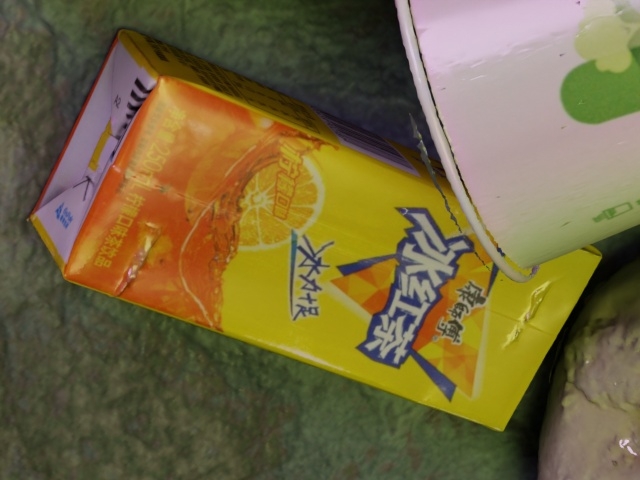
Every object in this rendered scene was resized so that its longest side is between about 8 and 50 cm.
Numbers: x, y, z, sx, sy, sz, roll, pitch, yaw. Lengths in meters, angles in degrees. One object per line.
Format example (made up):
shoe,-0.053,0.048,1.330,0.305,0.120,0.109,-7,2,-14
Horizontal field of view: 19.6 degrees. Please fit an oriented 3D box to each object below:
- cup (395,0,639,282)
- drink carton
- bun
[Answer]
cup,0.205,-0.128,1.117,0.274,0.253,0.253,-16,120,18
drink carton,0.000,0.000,1.247,0.351,0.111,0.154,21,105,-27
bun,0.341,0.144,1.373,0.360,0.211,0.359,-8,116,-16
